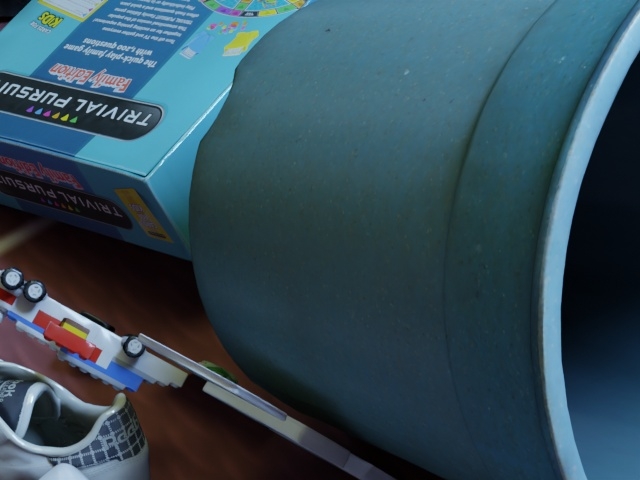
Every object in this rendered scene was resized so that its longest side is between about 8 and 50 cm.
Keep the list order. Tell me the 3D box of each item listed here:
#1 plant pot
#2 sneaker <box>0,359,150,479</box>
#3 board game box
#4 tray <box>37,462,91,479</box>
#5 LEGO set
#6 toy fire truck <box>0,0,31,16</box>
[{"bbox_3d":[0.123,-0.002,0.990,0.341,0.341,0.334,-26,22,-33],"label":"plant pot"},{"bbox_3d":[-0.201,0.104,1.063,0.235,0.094,0.090,8,36,16],"label":"sneaker"},{"bbox_3d":[-0.080,-0.149,1.319,0.254,0.079,0.336,15,56,43],"label":"board game box"},{"bbox_3d":[-0.145,0.217,0.889,0.145,0.030,0.270,39,45,8],"label":"tray"},{"bbox_3d":[-0.090,0.084,1.071,0.244,0.182,0.060,24,82,39],"label":"LEGO set"},{"bbox_3d":[-0.374,-0.241,1.570,0.246,0.158,0.217,-13,34,-35],"label":"toy fire truck"}]
